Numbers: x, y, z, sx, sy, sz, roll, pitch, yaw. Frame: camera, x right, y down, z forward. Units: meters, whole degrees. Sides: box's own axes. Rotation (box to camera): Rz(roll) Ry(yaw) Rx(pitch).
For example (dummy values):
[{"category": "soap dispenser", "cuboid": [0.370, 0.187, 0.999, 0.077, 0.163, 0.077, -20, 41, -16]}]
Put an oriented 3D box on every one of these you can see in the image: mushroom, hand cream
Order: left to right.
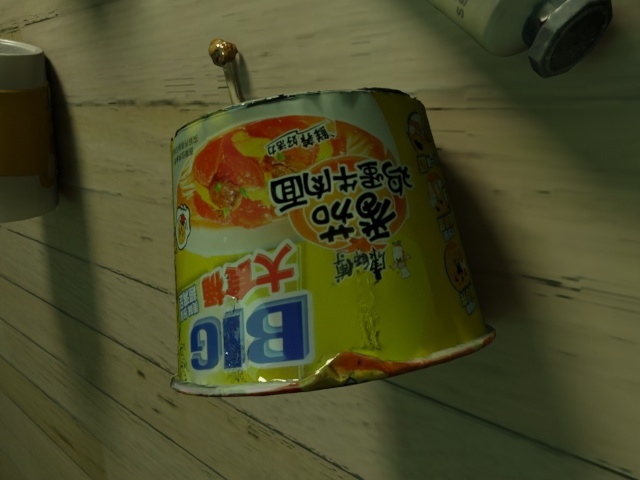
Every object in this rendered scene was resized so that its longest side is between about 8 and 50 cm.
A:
[{"category": "mushroom", "cuboid": [-0.031, -0.044, 0.536, 0.026, 0.028, 0.286, -25, 84, 7]}, {"category": "hand cream", "cuboid": [0.049, -0.192, 0.365, 0.276, 0.059, 0.095, 53, 134, 27]}]

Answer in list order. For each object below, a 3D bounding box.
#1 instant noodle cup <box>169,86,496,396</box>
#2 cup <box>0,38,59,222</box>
[{"category": "instant noodle cup", "cuboid": [0.000, 0.000, 0.397, 0.205, 0.205, 0.153, -9, 87, 50]}, {"category": "cup", "cuboid": [-0.450, -0.158, 0.869, 0.241, 0.185, 0.226, -117, 34, -63]}]
